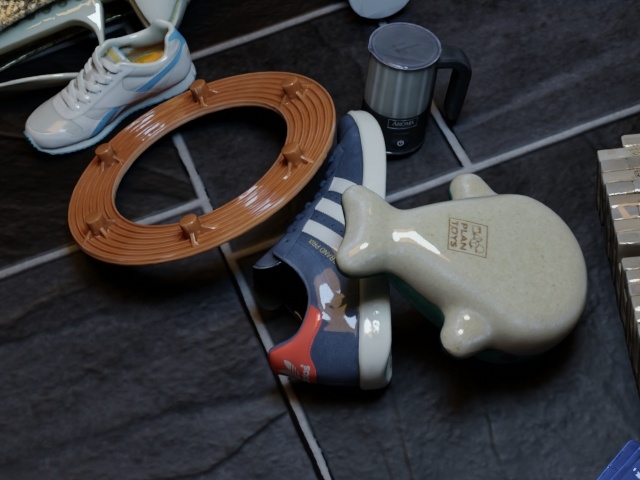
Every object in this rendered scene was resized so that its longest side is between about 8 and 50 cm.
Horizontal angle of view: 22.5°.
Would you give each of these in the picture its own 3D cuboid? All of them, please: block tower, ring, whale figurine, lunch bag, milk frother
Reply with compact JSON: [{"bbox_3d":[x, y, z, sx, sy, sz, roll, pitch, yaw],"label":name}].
[{"bbox_3d":[0.356,0.041,1.675,0.091,0.097,0.335,-7,49,4],"label":"block tower"},{"bbox_3d":[-0.141,-0.095,1.831,0.336,0.032,0.336,-18,35,13],"label":"ring"},{"bbox_3d":[0.135,0.033,1.647,0.272,0.141,0.216,14,58,-15],"label":"whale figurine"},{"bbox_3d":[0.296,0.239,1.537,0.065,0.067,0.098,30,60,28],"label":"lunch bag"},{"bbox_3d":[0.094,-0.200,1.879,0.129,0.135,0.143,-18,51,-24],"label":"milk frother"}]

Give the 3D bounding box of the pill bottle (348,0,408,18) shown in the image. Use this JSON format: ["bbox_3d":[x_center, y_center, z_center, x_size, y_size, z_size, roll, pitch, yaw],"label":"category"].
[{"bbox_3d":[0.054,-0.374,2.044,0.112,0.112,0.187,-15,50,-3],"label":"pill bottle"}]

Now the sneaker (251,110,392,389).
[{"bbox_3d":[0.000,0.000,1.737,0.148,0.131,0.350,-1,51,2],"label":"sneaker"}]

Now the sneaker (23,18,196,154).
[{"bbox_3d":[-0.265,-0.190,1.958,0.228,0.092,0.087,-33,55,-12],"label":"sneaker"}]

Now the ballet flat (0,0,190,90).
[{"bbox_3d":[-0.293,-0.295,2.030,0.483,0.164,0.182,-25,74,-5],"label":"ballet flat"}]
